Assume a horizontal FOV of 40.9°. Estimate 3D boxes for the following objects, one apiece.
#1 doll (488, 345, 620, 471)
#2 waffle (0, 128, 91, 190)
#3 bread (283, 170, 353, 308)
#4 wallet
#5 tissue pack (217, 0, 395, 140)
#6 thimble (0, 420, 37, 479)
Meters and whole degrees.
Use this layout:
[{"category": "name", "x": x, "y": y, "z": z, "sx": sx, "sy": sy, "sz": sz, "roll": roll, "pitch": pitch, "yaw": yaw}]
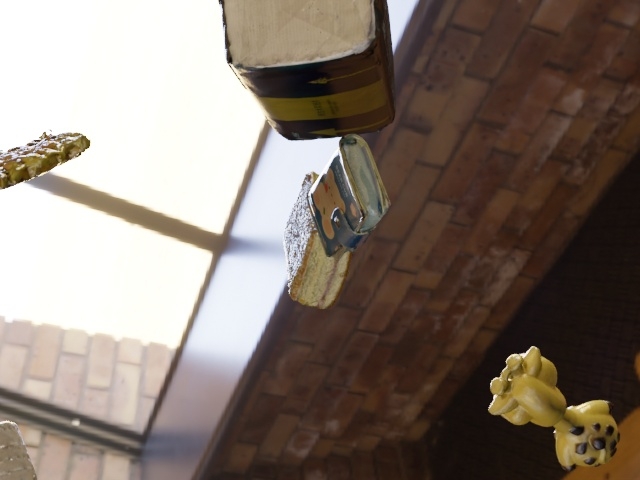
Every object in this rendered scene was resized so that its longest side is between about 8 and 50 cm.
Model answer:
[{"category": "doll", "x": 0.326, "y": 0.240, "z": 1.189, "sx": 0.086, "sy": 0.291, "sz": 0.117, "roll": 23, "pitch": 80, "yaw": 56}, {"category": "waffle", "x": -0.503, "y": -0.124, "z": 1.409, "sx": 0.245, "sy": 0.254, "sz": 0.052, "roll": 10, "pitch": 122, "yaw": 53}, {"category": "bread", "x": 0.000, "y": 0.000, "z": 1.683, "sx": 0.234, "sy": 0.110, "sz": 0.184, "roll": -97, "pitch": 22, "yaw": -55}, {"category": "wallet", "x": 0.041, "y": -0.061, "z": 1.350, "sx": 0.202, "sy": 0.059, "sz": 0.141, "roll": 127, "pitch": 128, "yaw": -64}, {"category": "tissue pack", "x": -0.007, "y": -0.348, "z": 1.436, "sx": 0.416, "sy": 0.253, "sz": 0.264, "roll": 41, "pitch": -136, "yaw": -77}, {"category": "thimble", "x": -0.401, "y": 0.280, "z": 1.023, "sx": 0.115, "sy": 0.102, "sz": 0.090, "roll": -41, "pitch": 68, "yaw": 34}]
